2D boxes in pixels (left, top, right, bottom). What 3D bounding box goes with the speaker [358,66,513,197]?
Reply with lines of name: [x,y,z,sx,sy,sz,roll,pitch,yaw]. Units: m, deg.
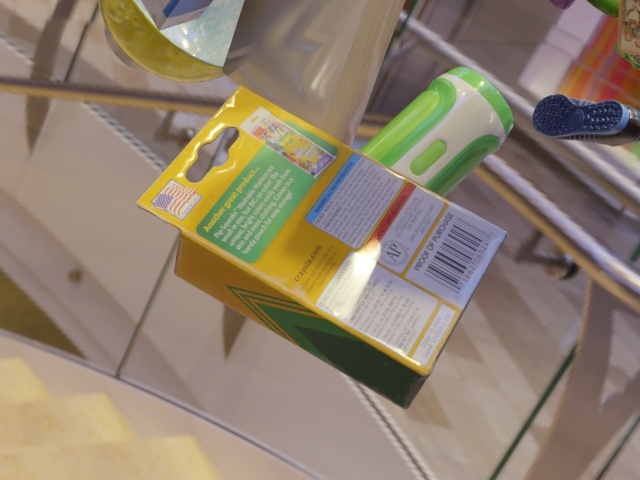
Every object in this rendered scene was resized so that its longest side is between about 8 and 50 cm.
speaker: [0.104,-0.085,1.344,0.131,0.296,0.131,45,-11,11]

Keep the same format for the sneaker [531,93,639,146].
sneaker: [0.462,-0.199,1.812,0.090,0.081,0.232,19,1,-30]

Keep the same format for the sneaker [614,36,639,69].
sneaker: [0.479,-0.266,1.348,0.134,0.146,0.343,44,4,-3]

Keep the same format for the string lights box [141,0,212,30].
string lights box: [-0.160,-0.391,1.331,0.077,0.260,0.133,-27,85,-37]

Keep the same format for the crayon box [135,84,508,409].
crayon box: [0.000,0.000,1.075,0.323,0.083,0.203,30,54,7]

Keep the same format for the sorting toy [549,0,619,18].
sorting toy: [0.496,-0.437,1.681,0.366,0.126,0.127,-12,61,-40]

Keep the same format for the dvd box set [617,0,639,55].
dvd box set: [0.346,-0.420,0.978,0.062,0.307,0.420,15,-27,21]

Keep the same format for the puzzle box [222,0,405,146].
puzzle box: [0.019,-0.338,1.236,0.052,0.408,0.272,8,23,-33]

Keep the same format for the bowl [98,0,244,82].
bowl: [-0.259,-0.360,1.722,0.289,0.156,0.289,32,41,-32]
